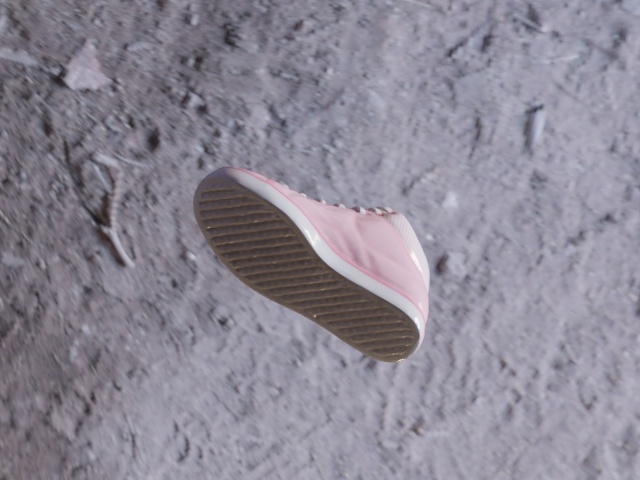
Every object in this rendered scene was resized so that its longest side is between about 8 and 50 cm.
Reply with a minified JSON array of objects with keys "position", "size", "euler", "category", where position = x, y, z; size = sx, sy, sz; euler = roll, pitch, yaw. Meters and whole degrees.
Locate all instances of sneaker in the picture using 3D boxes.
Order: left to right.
[{"position":[0.000,0.000,0.705],"size":[0.134,0.070,0.051],"euler":[36,126,-8],"category":"sneaker"}]
